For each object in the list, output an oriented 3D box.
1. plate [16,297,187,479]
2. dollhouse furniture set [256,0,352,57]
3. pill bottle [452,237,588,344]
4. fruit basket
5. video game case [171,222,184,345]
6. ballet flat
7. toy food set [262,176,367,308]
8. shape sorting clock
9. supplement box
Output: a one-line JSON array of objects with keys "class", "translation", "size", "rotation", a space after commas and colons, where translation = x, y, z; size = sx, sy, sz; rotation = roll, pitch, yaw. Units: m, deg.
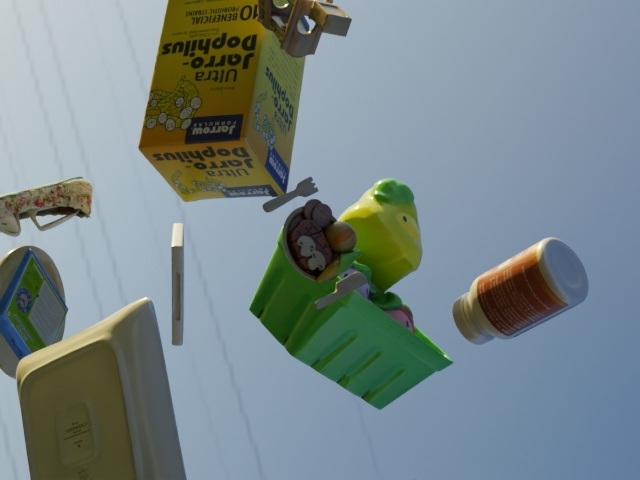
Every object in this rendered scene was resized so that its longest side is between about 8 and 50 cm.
[{"class": "plate", "translation": [-0.289, 0.241, 1.453], "size": [0.277, 0.045, 0.278], "rotation": [-25, -110, 35]}, {"class": "dollhouse furniture set", "translation": [-0.073, -0.332, 1.738], "size": [0.182, 0.161, 0.101], "rotation": [55, -48, 49]}, {"class": "pill bottle", "translation": [0.330, 0.092, 1.958], "size": [0.216, 0.121, 0.121], "rotation": [-33, -114, 37]}, {"class": "fruit basket", "translation": [0.094, 0.075, 2.157], "size": [0.283, 0.392, 0.392], "rotation": [42, -51, 47]}, {"class": "video game case", "translation": [-0.248, 0.073, 2.031], "size": [0.190, 0.022, 0.173], "rotation": [-115, -154, -76]}, {"class": "ballet flat", "translation": [-0.498, -0.049, 1.983], "size": [0.091, 0.241, 0.077], "rotation": [141, -68, -69]}, {"class": "toy food set", "translation": [0.000, 0.000, 1.809], "size": [0.038, 0.132, 0.192], "rotation": [-27, -88, 51]}, {"class": "shape sorting clock", "translation": [-0.448, 0.110, 1.778], "size": [0.040, 0.206, 0.206], "rotation": [-3, -87, 17]}, {"class": "supplement box", "translation": [-0.156, -0.266, 1.980], "size": [0.194, 0.195, 0.356], "rotation": [-3, -117, 19]}]
